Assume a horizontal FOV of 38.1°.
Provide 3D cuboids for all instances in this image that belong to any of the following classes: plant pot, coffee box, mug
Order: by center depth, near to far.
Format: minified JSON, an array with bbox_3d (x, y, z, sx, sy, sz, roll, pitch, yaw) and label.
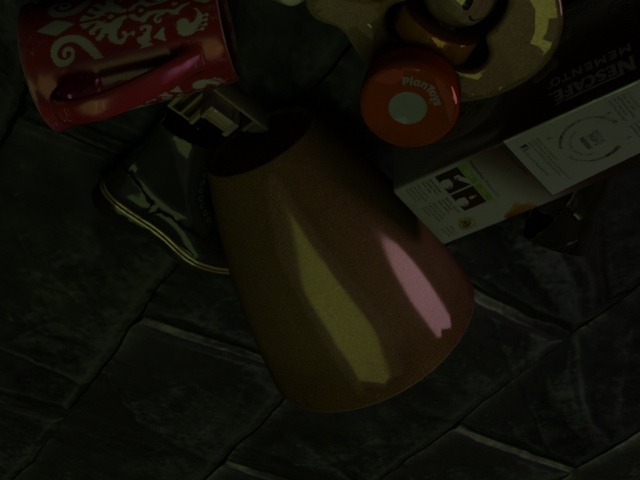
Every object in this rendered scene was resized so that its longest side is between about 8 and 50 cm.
[{"bbox_3d":[-0.159,-0.151,0.806,0.169,0.150,0.113,-11,154,3],"label":"mug"},{"bbox_3d":[0.194,-0.114,0.845,0.247,0.141,0.098,-23,133,29],"label":"coffee box"},{"bbox_3d":[0.000,0.000,0.933,0.237,0.237,0.254,-19,121,17],"label":"plant pot"}]

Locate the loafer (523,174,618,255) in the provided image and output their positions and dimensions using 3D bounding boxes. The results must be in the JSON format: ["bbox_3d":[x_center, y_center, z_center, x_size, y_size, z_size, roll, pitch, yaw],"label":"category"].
[{"bbox_3d":[0.254,-0.059,0.964,0.078,0.080,0.220,-4,137,0],"label":"loafer"}]

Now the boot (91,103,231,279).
[{"bbox_3d":[-0.120,-0.044,0.972,0.198,0.076,0.137,26,124,-28],"label":"boot"}]

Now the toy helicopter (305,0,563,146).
[{"bbox_3d":[0.068,-0.259,0.715,0.235,0.140,0.355,-26,120,32],"label":"toy helicopter"}]

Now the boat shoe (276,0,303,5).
[{"bbox_3d":[-0.084,-0.256,0.755,0.063,0.066,0.184,-20,137,35],"label":"boat shoe"}]

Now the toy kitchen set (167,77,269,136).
[{"bbox_3d":[-0.098,-0.116,0.884,0.075,0.083,0.068,-35,127,30],"label":"toy kitchen set"}]
